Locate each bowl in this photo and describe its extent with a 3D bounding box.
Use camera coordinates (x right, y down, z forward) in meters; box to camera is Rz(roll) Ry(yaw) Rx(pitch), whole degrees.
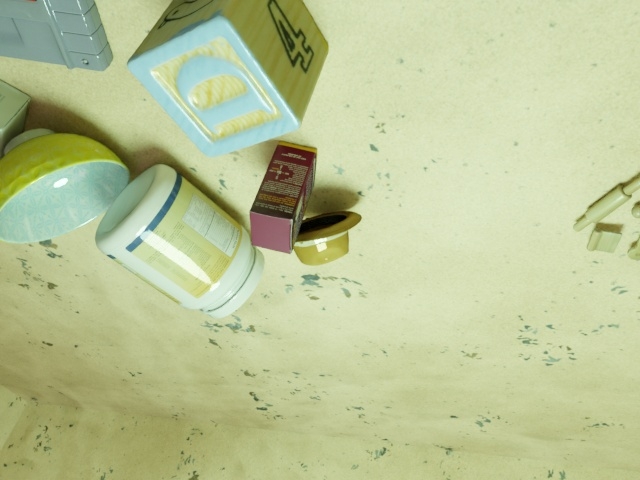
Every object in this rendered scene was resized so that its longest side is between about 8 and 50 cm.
[{"bbox_3d":[-0.568,-0.137,1.159,0.156,0.289,0.289,56,140,9],"label":"bowl"}]

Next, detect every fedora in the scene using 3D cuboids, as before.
[{"bbox_3d":[0.000,0.000,1.138,0.194,0.194,0.079,-9,106,30],"label":"fedora"}]

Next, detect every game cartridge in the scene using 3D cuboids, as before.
[{"bbox_3d":[-0.548,-0.410,0.925,0.354,0.068,0.230,10,147,8],"label":"game cartridge"}]

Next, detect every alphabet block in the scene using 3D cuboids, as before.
[{"bbox_3d":[-0.126,-0.273,0.828,0.192,0.197,0.193,-11,136,30],"label":"alphabet block"}]

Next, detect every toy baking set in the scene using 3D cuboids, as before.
[{"bbox_3d":[0.595,-0.046,0.996,0.196,0.030,0.256,18,143,-8],"label":"toy baking set"}]

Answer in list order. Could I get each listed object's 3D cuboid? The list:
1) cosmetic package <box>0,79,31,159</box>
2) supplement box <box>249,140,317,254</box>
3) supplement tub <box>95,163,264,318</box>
[{"bbox_3d":[-0.740,-0.219,1.190,0.160,0.113,0.309,30,141,-18],"label":"cosmetic package"},{"bbox_3d":[-0.068,-0.083,1.054,0.080,0.188,0.104,13,143,5],"label":"supplement box"},{"bbox_3d":[-0.299,0.010,1.225,0.228,0.228,0.316,-20,130,38],"label":"supplement tub"}]
